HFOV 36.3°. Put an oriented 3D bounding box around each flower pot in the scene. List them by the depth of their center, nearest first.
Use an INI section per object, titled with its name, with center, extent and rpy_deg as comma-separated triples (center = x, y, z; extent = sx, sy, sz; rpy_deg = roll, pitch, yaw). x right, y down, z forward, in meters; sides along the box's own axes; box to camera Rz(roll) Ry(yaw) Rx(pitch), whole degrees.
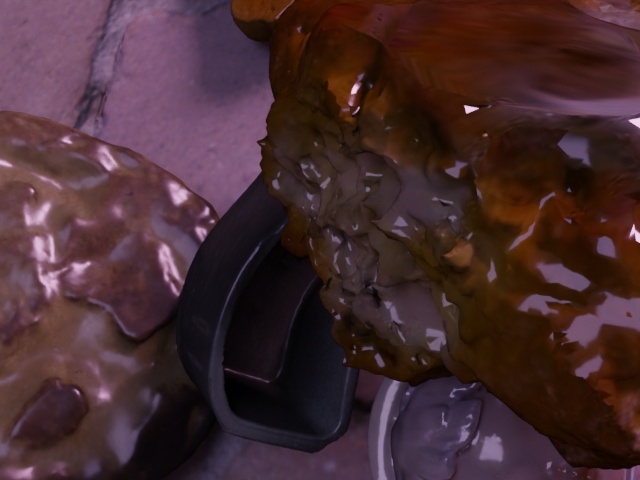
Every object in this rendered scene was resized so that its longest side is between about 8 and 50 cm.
[flower pot]
center = 0.000, 0.000, 0.571
extent = 0.229, 0.103, 0.108
rpy_deg = -61, 21, -2

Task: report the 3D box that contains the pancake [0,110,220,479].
[pancake]
center = -0.193, 0.044, 0.621
extent = 0.294, 0.049, 0.294
rpy_deg = 4, 68, -11

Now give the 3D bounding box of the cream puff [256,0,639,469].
[cream puff]
center = 0.092, -0.026, 0.409
extent = 0.241, 0.155, 0.269
rpy_deg = 3, 45, -1

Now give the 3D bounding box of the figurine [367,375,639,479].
[figurine]
center = 0.124, 0.114, 0.478
extent = 0.236, 0.141, 0.163
rpy_deg = 17, 86, 27

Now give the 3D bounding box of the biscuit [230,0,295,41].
[biscuit]
center = 0.026, -0.247, 0.692
extent = 0.249, 0.035, 0.184
rpy_deg = -39, 53, 12
